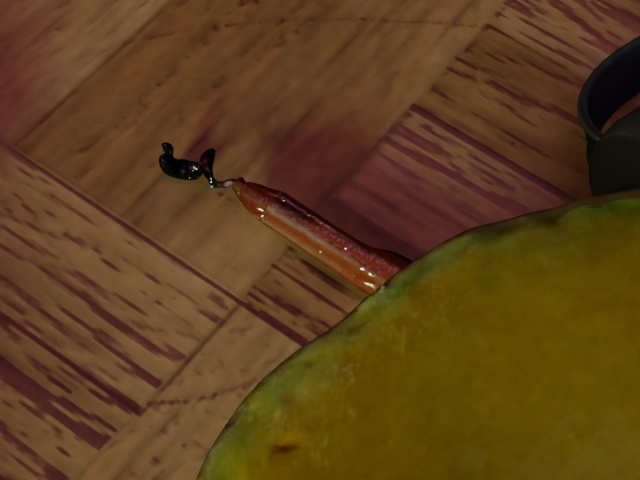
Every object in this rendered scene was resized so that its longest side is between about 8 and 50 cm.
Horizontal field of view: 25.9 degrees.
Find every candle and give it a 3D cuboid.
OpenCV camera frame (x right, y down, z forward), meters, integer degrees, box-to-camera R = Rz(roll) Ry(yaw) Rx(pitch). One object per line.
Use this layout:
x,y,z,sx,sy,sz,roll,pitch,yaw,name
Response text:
0.001,-0.001,0.606,0.167,0.021,0.026,32,82,16,candle

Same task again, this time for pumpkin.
0.110,0.127,0.403,0.332,0.199,0.332,-3,55,4,pumpkin

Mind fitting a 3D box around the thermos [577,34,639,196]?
0.236,-0.080,0.604,0.287,0.145,0.182,-28,31,-17,thermos
